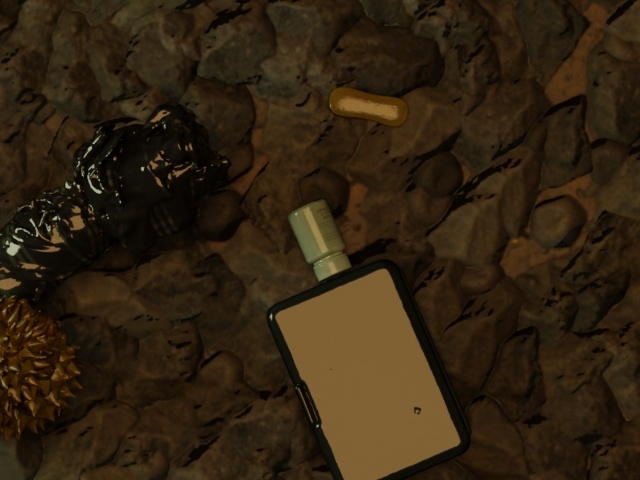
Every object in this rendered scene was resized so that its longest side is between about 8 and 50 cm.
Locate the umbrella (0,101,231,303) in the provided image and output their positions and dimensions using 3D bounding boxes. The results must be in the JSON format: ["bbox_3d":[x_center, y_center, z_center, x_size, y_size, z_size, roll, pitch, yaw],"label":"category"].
[{"bbox_3d":[-0.251,-0.018,1.941,0.337,0.154,0.128,-40,45,16],"label":"umbrella"}]

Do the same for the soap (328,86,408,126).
[{"bbox_3d":[0.053,-0.148,1.983,0.089,0.012,0.034,11,86,4],"label":"soap"}]

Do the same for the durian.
[{"bbox_3d":[-0.377,0.148,1.891,0.250,0.138,0.183,-7,107,8],"label":"durian"}]

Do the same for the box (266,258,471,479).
[{"bbox_3d":[0.053,0.149,1.940,0.160,0.050,0.230,-23,85,0],"label":"box"}]

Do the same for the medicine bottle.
[{"bbox_3d":[0.000,0.000,1.956,0.047,0.047,0.083,-24,86,0],"label":"medicine bottle"}]
